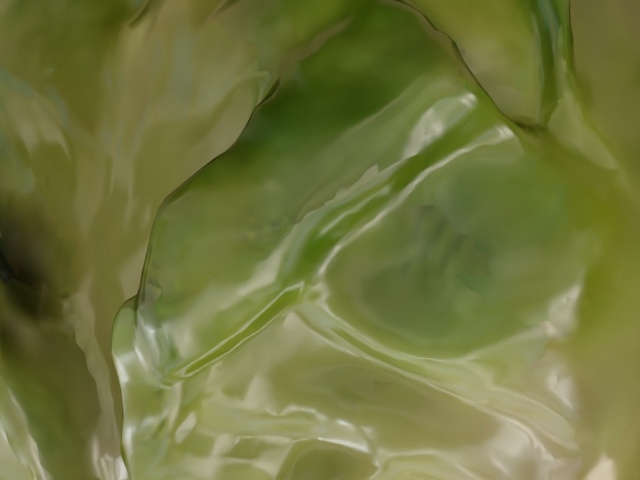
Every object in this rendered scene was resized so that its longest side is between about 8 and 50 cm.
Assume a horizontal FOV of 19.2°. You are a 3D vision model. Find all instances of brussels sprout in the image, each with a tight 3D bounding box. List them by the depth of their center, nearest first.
[{"bbox_3d":[-0.001,0.000,0.533,0.259,0.294,0.227,-10,169,30],"label":"brussels sprout"}]
